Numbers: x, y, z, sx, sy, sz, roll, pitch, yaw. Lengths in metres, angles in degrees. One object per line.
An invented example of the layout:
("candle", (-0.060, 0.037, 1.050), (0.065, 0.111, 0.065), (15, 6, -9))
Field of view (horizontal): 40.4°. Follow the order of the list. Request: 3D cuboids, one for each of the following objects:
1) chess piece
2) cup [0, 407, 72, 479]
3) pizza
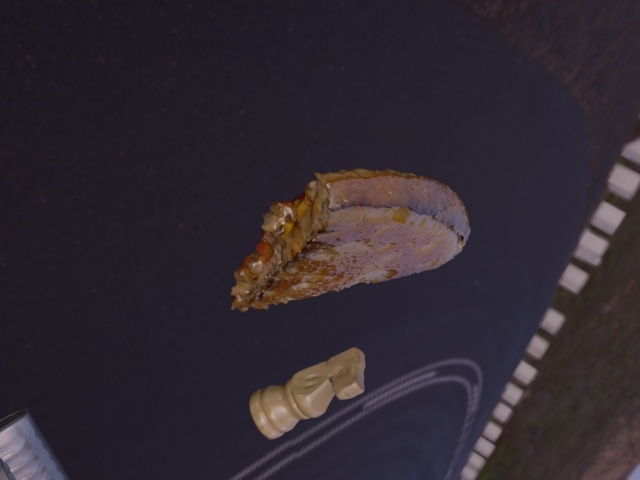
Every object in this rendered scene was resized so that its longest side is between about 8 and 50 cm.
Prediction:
("chess piece", (-0.014, 0.248, 1.429), (0.200, 0.090, 0.090), (-30, 172, 17))
("cup", (-0.250, 0.219, 0.717), (0.095, 0.130, 0.128), (-31, -174, -18))
("pizza", (0.000, 0.000, 1.303), (0.406, 0.130, 0.440), (-24, 160, 26))
